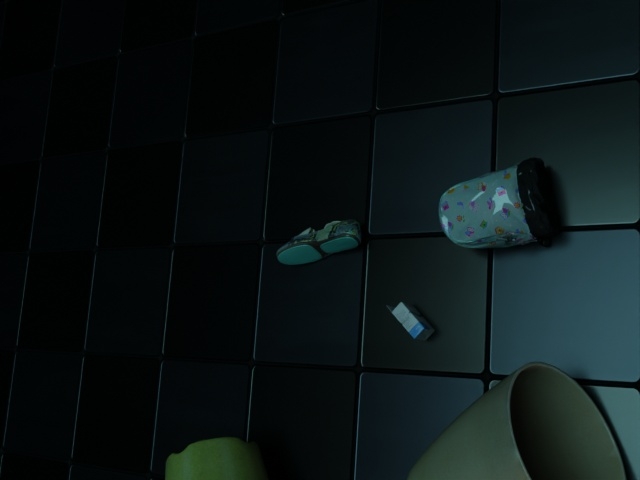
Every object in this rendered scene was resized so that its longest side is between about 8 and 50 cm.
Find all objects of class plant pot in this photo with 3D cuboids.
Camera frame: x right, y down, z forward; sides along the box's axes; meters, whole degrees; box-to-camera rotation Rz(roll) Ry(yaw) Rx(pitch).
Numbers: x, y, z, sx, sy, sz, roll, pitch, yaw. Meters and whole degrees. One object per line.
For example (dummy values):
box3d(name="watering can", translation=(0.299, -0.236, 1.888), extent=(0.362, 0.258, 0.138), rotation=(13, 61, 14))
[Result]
box3d(name="plant pot", translation=(0.268, 0.353, 1.203), extent=(0.274, 0.256, 0.257), rotation=(-37, 61, 39))
box3d(name="plant pot", translation=(-0.181, 0.509, 1.445), extent=(0.276, 0.276, 0.254), rotation=(-30, 54, 24))

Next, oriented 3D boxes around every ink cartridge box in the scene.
box3d(name="ink cartridge box", translation=(0.160, 0.138, 1.414), extent=(0.028, 0.048, 0.083), rotation=(-49, 59, 14))

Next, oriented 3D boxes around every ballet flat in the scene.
box3d(name="ballet flat", translation=(0.000, 0.000, 1.548), extent=(0.188, 0.070, 0.070), rotation=(-13, 73, 28))

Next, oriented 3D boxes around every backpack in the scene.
box3d(name="backpack", translation=(0.292, -0.055, 1.333), extent=(0.182, 0.115, 0.152), rotation=(-15, 74, 32))
